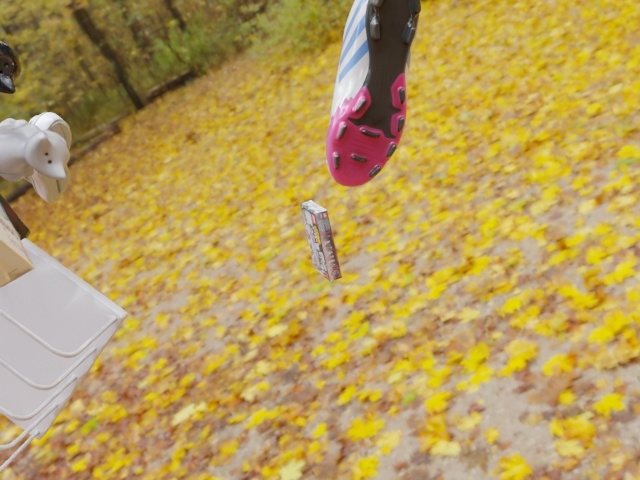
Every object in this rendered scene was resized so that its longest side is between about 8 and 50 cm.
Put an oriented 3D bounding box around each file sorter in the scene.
[{"bbox_3d":[-0.460,0.180,1.213,0.277,0.193,0.173,-53,1,21],"label":"file sorter"}]

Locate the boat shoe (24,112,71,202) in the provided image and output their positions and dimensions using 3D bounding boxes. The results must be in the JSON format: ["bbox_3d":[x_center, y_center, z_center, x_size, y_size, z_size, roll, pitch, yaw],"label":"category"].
[{"bbox_3d":[-0.571,-0.170,1.675,0.109,0.094,0.302,-57,0,-29],"label":"boat shoe"}]

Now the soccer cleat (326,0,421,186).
[{"bbox_3d":[0.079,-0.250,1.299,0.116,0.331,0.143,9,18,-16],"label":"soccer cleat"}]

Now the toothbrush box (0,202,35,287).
[{"bbox_3d":[-0.447,-0.087,0.869,0.126,0.295,0.216,-31,-14,-10],"label":"toothbrush box"}]

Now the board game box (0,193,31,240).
[{"bbox_3d":[-0.558,-0.076,1.281,0.030,0.259,0.136,-23,26,17],"label":"board game box"}]

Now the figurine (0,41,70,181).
[{"bbox_3d":[-0.431,-0.177,1.138,0.092,0.215,0.209,-38,29,-27],"label":"figurine"}]

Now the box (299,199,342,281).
[{"bbox_3d":[0.000,0.000,1.556,0.027,0.137,0.094,-18,18,-15],"label":"box"}]
